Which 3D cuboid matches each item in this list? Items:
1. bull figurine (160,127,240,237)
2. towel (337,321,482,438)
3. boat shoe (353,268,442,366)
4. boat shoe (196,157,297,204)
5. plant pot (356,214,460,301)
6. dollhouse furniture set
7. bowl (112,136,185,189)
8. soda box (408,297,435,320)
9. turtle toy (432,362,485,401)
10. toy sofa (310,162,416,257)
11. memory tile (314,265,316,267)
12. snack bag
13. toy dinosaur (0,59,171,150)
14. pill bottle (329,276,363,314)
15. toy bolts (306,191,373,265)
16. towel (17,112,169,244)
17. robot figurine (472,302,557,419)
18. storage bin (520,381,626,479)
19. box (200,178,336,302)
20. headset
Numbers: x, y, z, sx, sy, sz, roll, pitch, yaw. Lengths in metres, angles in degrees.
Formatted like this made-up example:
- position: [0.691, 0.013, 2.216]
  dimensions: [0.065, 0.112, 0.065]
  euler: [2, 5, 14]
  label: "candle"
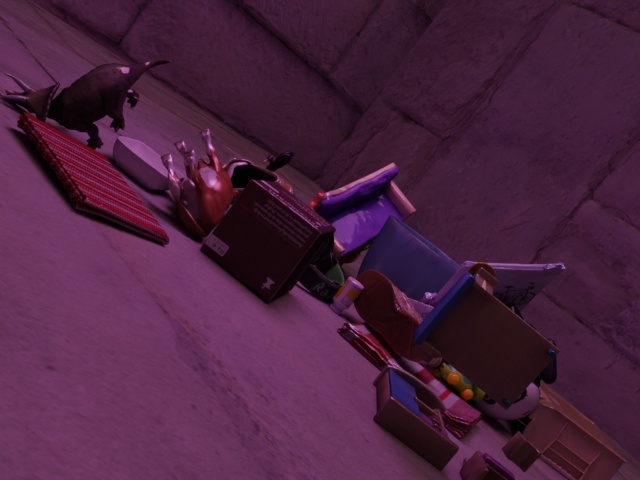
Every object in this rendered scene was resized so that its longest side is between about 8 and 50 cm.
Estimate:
- position: [-0.240, -0.114, 1.510]
  dimensions: [0.310, 0.101, 0.188]
  euler: [-100, 169, -71]
  label: "bull figurine"
- position: [0.196, 0.281, 1.564]
  dimensions: [0.329, 0.037, 0.237]
  euler: [40, 7, 18]
  label: "towel"
- position: [0.165, 0.175, 1.644]
  dimensions: [0.089, 0.104, 0.285]
  euler: [38, 12, -45]
  label: "boat shoe"
- position: [-0.188, -0.141, 1.715]
  dimensions: [0.302, 0.113, 0.103]
  euler: [15, -32, 31]
  label: "boat shoe"
- position: [0.233, 0.110, 1.998]
  dimensions: [0.293, 0.235, 0.293]
  euler: [37, 8, -6]
  label: "plant pot"
- position: [0.271, 0.223, 1.240]
  dimensions: [0.286, 0.303, 0.198]
  euler: [37, 8, -1]
  label: "dollhouse furniture set"
- position: [-0.361, -0.151, 1.531]
  dimensions: [0.142, 0.053, 0.142]
  euler: [38, 7, 4]
  label: "bowl"
- position: [0.258, 0.204, 1.724]
  dimensions: [0.286, 0.098, 0.091]
  euler: [19, -5, 22]
  label: "soda box"
- position: [0.321, 0.320, 1.676]
  dimensions: [0.130, 0.066, 0.095]
  euler: [48, -15, -14]
  label: "turtle toy"
- position: [0.112, -0.071, 2.066]
  dimensions: [0.362, 0.177, 0.150]
  euler: [-27, 77, -44]
  label: "toy sofa"
- position: [-0.072, 0.028, 1.939]
  dimensions: [0.148, 0.012, 0.113]
  euler: [37, 8, -6]
  label: "memory tile"
- position: [0.396, 0.150, 1.859]
  dimensions: [0.323, 0.342, 0.037]
  euler: [3, 51, -26]
  label: "snack bag"
- position: [-0.423, -0.270, 1.404]
  dimensions: [0.160, 0.313, 0.121]
  euler: [91, -23, -72]
  label: "toy dinosaur"
- position: [0.057, 0.126, 1.670]
  dimensions: [0.043, 0.083, 0.043]
  euler: [37, 7, -5]
  label: "pill bottle"
- position: [0.000, 0.000, 2.180]
  dimensions: [0.228, 0.158, 0.218]
  euler: [47, 48, 3]
  label: "toy bolts"
- position: [-0.380, -0.101, 1.231]
  dimensions: [0.275, 0.031, 0.199]
  euler: [45, 8, 35]
  label: "towel"
- position: [0.444, 0.294, 1.795]
  dimensions: [0.173, 0.209, 0.278]
  euler: [16, 59, -17]
  label: "robot figurine"
- position: [0.603, 0.485, 1.886]
  dimensions: [0.260, 0.123, 0.262]
  euler: [37, 8, -2]
  label: "storage bin"
- position: [-0.094, -0.004, 1.435]
  dimensions: [0.168, 0.167, 0.203]
  euler: [38, 8, 5]
  label: "box"
- position: [-0.048, -0.035, 1.776]
  dimensions: [0.394, 0.185, 0.243]
  euler: [55, 15, 30]
  label: "headset"
